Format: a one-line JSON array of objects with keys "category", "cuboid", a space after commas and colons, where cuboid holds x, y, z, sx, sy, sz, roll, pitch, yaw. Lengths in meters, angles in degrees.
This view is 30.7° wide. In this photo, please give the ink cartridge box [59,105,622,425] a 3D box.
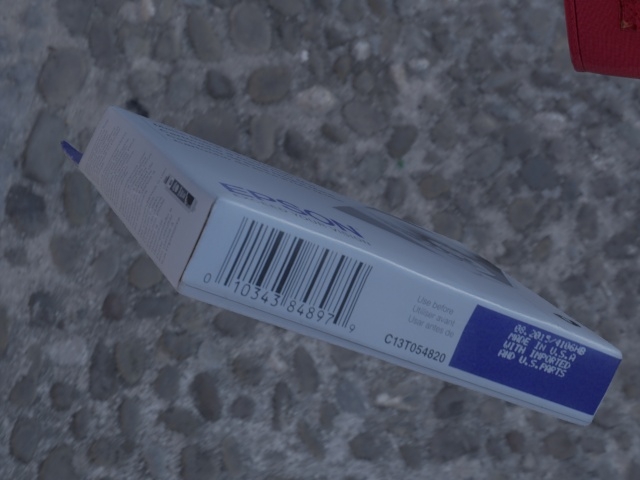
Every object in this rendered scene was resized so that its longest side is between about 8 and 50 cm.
[{"category": "ink cartridge box", "cuboid": [0.000, 0.000, 0.571, 0.223, 0.224, 0.045, 21, 98, -30]}]

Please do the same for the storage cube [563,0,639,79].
[{"category": "storage cube", "cuboid": [0.231, -0.187, 0.531, 0.193, 0.184, 0.215, 14, 51, 31]}]
